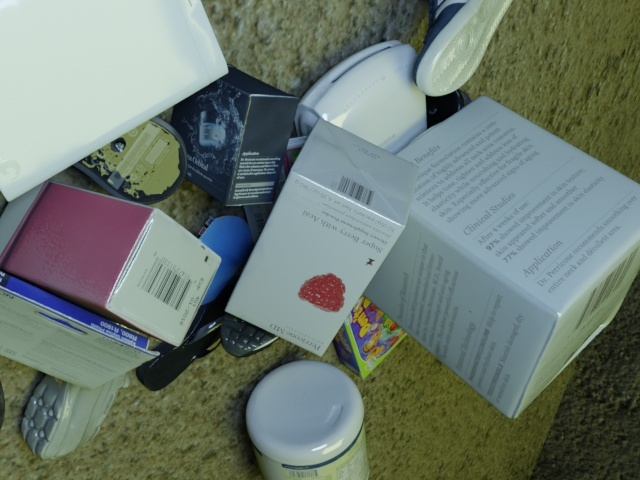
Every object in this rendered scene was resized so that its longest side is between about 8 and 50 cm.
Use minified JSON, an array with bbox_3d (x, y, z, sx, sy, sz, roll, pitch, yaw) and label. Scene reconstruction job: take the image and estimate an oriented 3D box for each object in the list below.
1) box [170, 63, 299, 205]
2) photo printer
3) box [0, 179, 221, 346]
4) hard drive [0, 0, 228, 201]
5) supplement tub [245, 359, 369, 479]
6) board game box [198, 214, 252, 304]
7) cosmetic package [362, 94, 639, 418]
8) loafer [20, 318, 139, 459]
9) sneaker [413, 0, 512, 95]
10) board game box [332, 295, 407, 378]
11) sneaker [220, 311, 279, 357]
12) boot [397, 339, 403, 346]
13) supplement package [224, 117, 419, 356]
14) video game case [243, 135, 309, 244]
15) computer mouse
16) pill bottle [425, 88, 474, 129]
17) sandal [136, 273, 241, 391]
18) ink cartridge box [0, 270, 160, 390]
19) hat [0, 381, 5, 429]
[{"bbox_3d":[-0.129,-0.151,1.008,0.093,0.156,0.158,-8,121,-46],"label":"box"},{"bbox_3d":[0.080,-0.183,1.275,0.256,0.107,0.307,-38,140,-26],"label":"photo printer"},{"bbox_3d":[-0.268,0.023,0.885,0.148,0.233,0.126,46,63,-55],"label":"box"},{"bbox_3d":[-0.271,-0.207,0.814,0.308,0.040,0.203,-36,129,-19],"label":"hard drive"},{"bbox_3d":[-0.019,0.433,1.508,0.235,0.235,0.324,-36,139,-28],"label":"supplement tub"},{"bbox_3d":[-0.184,0.028,1.183,0.168,0.033,0.133,-53,149,-6],"label":"board game box"},{"bbox_3d":[0.313,0.019,1.278,0.329,0.394,0.327,-35,148,-26],"label":"cosmetic package"},{"bbox_3d":[-0.330,0.178,1.063,0.111,0.112,0.319,8,117,-58],"label":"loafer"},{"bbox_3d":[0.222,-0.394,1.243,0.350,0.148,0.131,-56,150,-21],"label":"sneaker"},{"bbox_3d":[0.114,0.115,1.565,0.233,0.078,0.347,-42,142,-20],"label":"board game box"},{"bbox_3d":[-0.082,0.130,1.263,0.283,0.107,0.124,-51,161,-50],"label":"sneaker"},{"bbox_3d":[0.174,0.214,1.752,0.114,0.037,0.106,13,103,-48],"label":"boot"},{"bbox_3d":[0.000,0.000,1.108,0.292,0.178,0.175,-62,-175,37],"label":"supplement package"},{"bbox_3d":[-0.040,-0.083,1.191,0.184,0.023,0.201,-9,133,1],"label":"video game case"},{"bbox_3d":[-0.281,-0.150,0.910,0.188,0.072,0.272,-52,132,-6],"label":"computer mouse"},{"bbox_3d":[0.272,-0.233,1.456,0.219,0.123,0.122,15,104,-54],"label":"pill bottle"},{"bbox_3d":[-0.200,0.166,1.246,0.254,0.055,0.097,-47,143,-16],"label":"sandal"},{"bbox_3d":[-0.325,0.101,0.857,0.223,0.224,0.045,31,55,-25],"label":"ink cartridge box"},{"bbox_3d":[-0.531,0.181,0.793,0.332,0.134,0.331,-13,119,-24],"label":"hat"}]
